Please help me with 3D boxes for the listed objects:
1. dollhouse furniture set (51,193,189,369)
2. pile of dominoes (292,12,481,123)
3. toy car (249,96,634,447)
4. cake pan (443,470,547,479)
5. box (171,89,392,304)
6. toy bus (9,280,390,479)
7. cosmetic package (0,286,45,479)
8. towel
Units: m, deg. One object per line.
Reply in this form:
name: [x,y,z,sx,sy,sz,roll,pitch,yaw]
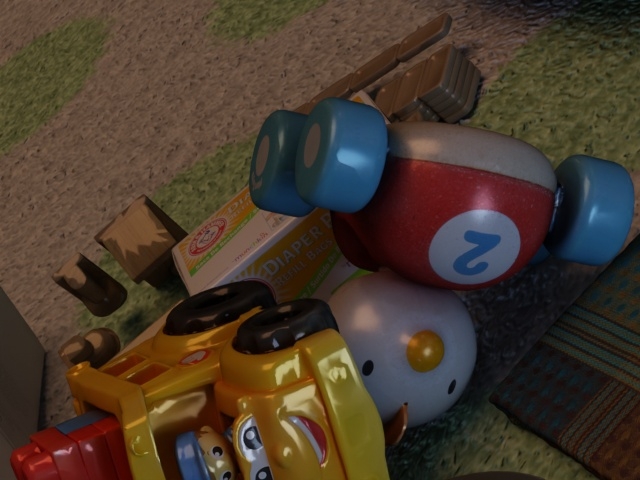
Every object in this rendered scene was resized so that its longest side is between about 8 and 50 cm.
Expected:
dollhouse furniture set: [-0.142,0.078,1.667,0.144,0.123,0.151,-41,62,1]
pile of dominoes: [0.030,-0.080,1.691,0.251,0.040,0.196,-31,29,37]
toy car: [0.064,0.044,1.314,0.210,0.219,0.238,178,102,-72]
cake pan: [0.068,0.249,1.125,0.293,0.054,0.293,-30,30,19]
box: [0.000,0.000,1.505,0.203,0.114,0.103,-40,27,5]
toy bus: [-0.087,0.131,1.273,0.211,0.149,0.220,-21,14,-24]
cosmetic package: [-0.373,0.150,1.695,0.224,0.138,0.224,-28,26,8]
towel: [0.295,0.012,1.198,0.370,0.040,0.271,-47,27,-6]
